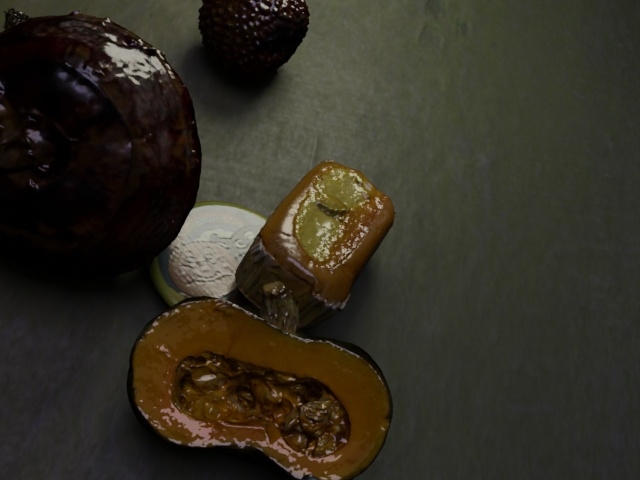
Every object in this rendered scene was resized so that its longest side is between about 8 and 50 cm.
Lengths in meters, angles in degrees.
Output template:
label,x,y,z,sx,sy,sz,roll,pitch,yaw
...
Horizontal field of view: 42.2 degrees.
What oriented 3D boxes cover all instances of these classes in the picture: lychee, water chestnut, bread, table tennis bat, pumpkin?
label,x,y,z,sx,sy,sz,roll,pitch,yaw
lychee,-0.114,-0.364,1.380,0.188,0.188,0.188,9,54,-13
water chestnut,-0.320,-0.123,1.084,0.350,0.302,0.350,0,95,-5
bread,0.000,0.000,1.168,0.152,0.119,0.288,38,38,-1
table tennis bat,-0.090,0.085,1.150,0.224,0.054,0.368,-24,66,-37
pumpkin,-0.066,0.163,1.006,0.317,0.139,0.221,17,77,4

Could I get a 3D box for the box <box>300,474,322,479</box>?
label,x,y,z,sx,sy,sz,roll,pitch,yaw
box,-0.001,0.420,0.889,0.188,0.153,0.252,25,53,1

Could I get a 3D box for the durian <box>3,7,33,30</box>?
label,x,y,z,sx,sy,sz,roll,pitch,yaw
durian,-0.435,-0.233,1.205,0.196,0.167,0.196,2,82,-13
